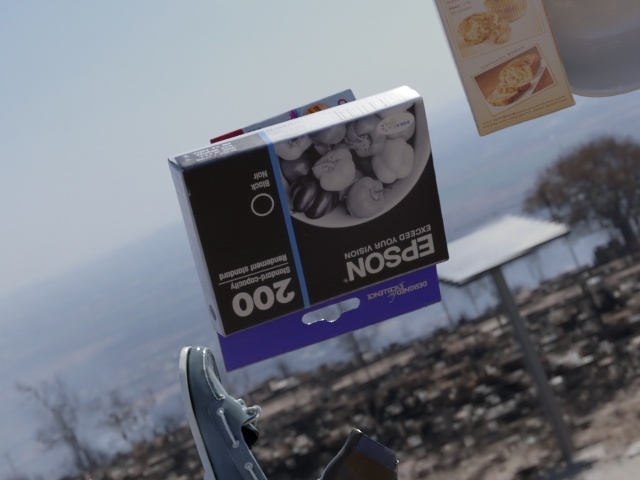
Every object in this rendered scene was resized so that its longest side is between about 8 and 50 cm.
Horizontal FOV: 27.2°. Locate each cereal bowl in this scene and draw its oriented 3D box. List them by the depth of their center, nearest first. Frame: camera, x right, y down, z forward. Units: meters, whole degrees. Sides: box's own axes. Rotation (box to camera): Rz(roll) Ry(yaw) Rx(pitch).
[{"bbox_3d":[0.334,-0.327,1.421,0.339,0.141,0.339,-20,-40,-18],"label":"cereal bowl"}]

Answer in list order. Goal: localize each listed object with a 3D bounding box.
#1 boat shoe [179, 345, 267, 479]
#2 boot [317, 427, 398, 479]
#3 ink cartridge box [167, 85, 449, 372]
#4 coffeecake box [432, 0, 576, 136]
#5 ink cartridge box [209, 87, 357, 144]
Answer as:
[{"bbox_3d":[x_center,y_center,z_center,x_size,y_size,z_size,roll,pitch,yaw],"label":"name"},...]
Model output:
[{"bbox_3d":[-0.117,0.275,1.823,0.099,0.319,0.116,-22,-35,4],"label":"boat shoe"},{"bbox_3d":[0.088,0.324,1.751,0.082,0.106,0.219,25,-2,45],"label":"boot"},{"bbox_3d":[0.000,0.000,1.083,0.206,0.208,0.045,-18,27,-11],"label":"ink cartridge box"},{"bbox_3d":[0.099,-0.184,0.866,0.068,0.185,0.142,-19,26,9],"label":"coffeecake box"},{"bbox_3d":[-0.017,-0.066,1.501,0.176,0.128,0.127,-22,-27,-9],"label":"ink cartridge box"}]
